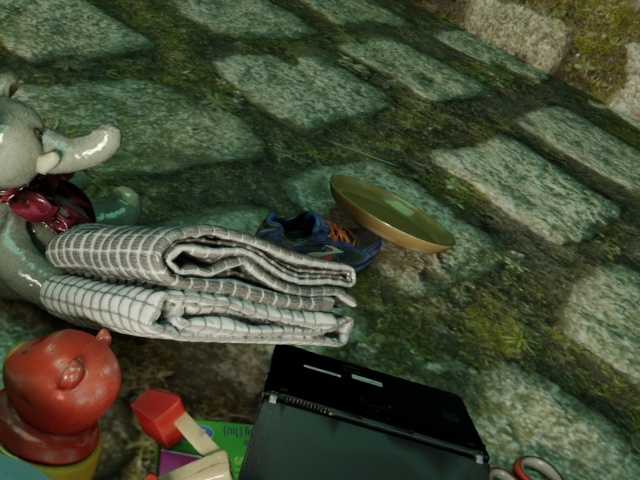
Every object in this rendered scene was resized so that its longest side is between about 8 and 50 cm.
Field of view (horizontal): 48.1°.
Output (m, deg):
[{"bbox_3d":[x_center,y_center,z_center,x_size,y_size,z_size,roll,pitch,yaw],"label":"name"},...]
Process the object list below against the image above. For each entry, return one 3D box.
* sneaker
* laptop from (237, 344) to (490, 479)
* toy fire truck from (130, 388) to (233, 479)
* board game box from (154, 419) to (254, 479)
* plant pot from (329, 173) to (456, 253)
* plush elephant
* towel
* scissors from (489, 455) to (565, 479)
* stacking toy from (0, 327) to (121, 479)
[{"bbox_3d":[0.000,0.000,1.095,0.221,0.087,0.083,-3,40,-27],"label":"sneaker"},{"bbox_3d":[0.038,0.233,0.736,0.234,0.136,0.264,17,8,-2],"label":"laptop"},{"bbox_3d":[-0.124,0.221,0.634,0.192,0.047,0.135,18,46,32],"label":"toy fire truck"},{"bbox_3d":[-0.039,0.316,0.655,0.242,0.064,0.316,8,35,-13],"label":"board game box"},{"bbox_3d":[0.115,-0.040,1.199,0.236,0.032,0.236,26,16,-8],"label":"plant pot"},{"bbox_3d":[-0.349,-0.066,0.880,0.330,0.255,0.272,5,36,-18],"label":"plush elephant"},{"bbox_3d":[-0.124,0.046,0.784,0.235,0.121,0.283,0,-8,44],"label":"towel"},{"bbox_3d":[0.317,0.335,0.787,0.109,0.021,0.297,-12,34,-44],"label":"scissors"},{"bbox_3d":[-0.298,0.148,0.548,0.279,0.130,0.309,27,18,-15],"label":"stacking toy"}]
